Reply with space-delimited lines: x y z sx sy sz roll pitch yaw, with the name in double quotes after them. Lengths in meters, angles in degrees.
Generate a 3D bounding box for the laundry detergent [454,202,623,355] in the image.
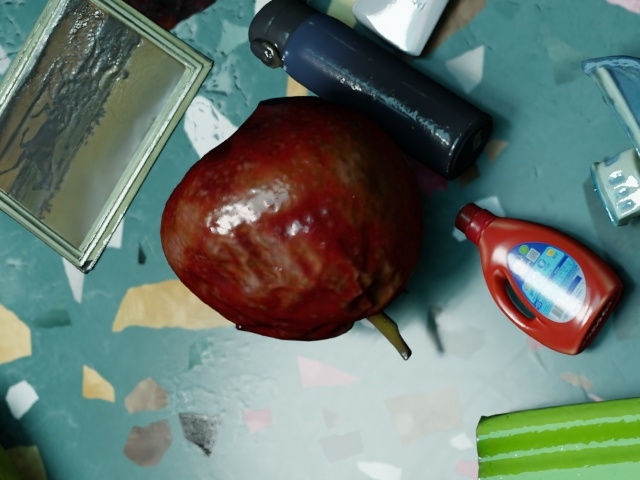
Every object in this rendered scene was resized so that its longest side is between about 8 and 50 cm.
0.188 0.027 1.776 0.165 0.049 0.097 37 105 21 "laundry detergent"

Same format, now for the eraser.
0.270 0.238 1.704 0.274 0.092 0.210 -6 86 16 "eraser"

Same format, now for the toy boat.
0.281 -0.064 1.717 0.102 0.088 0.215 -26 81 23 "toy boat"

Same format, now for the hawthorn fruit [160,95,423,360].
0.000 0.000 1.775 0.266 0.210 0.230 44 124 -9 "hawthorn fruit"

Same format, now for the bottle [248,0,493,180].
0.041 -0.145 1.821 0.244 0.072 0.082 35 60 20 "bottle"

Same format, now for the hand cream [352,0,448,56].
0.122 -0.292 1.807 0.079 0.048 0.255 36 102 17 "hand cream"

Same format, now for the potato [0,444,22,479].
-0.385 0.300 1.915 0.216 0.216 0.304 -27 69 19 "potato"

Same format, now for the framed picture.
-0.246 -0.123 1.969 0.197 0.014 0.252 35 101 18 "framed picture"
